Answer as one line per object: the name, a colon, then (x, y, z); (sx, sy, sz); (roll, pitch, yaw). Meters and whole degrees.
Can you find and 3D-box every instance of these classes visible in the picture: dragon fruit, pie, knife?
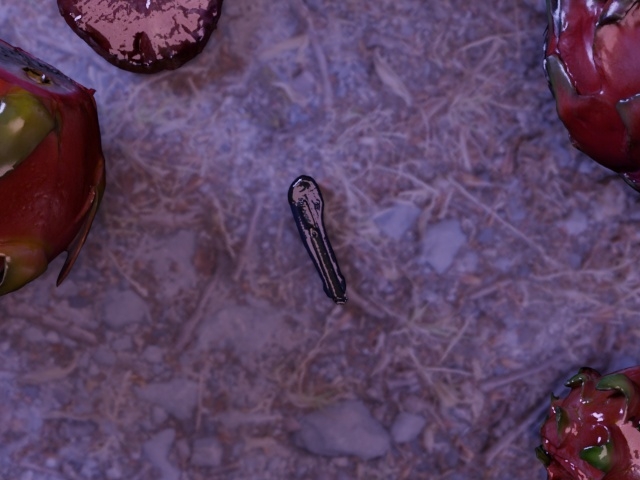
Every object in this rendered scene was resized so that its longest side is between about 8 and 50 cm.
dragon fruit: (0.278, -0.150, 1.054); (0.274, 0.192, 0.193); (44, 99, 6)
pie: (-0.156, -0.220, 1.094); (0.154, 0.036, 0.154); (0, 94, -4)
dragon fruit: (-0.282, -0.051, 1.009); (0.224, 0.224, 0.227); (23, 98, -5)
dragon fruit: (0.299, 0.174, 1.113); (0.236, 0.135, 0.137); (2, 94, -24)
knife: (0.000, 0.000, 1.131); (0.031, 0.018, 0.121); (-21, 97, 0)
